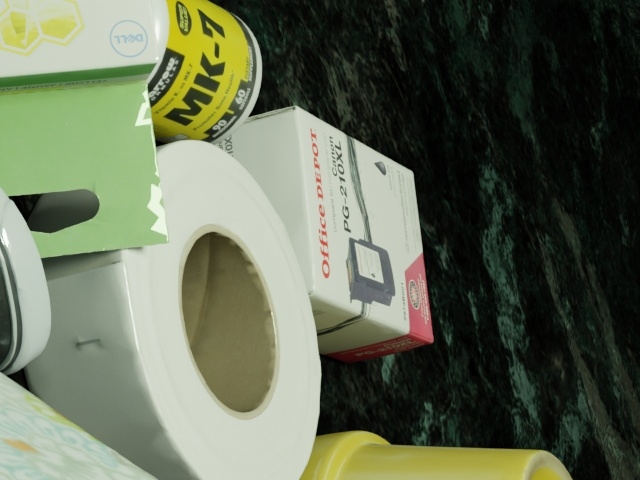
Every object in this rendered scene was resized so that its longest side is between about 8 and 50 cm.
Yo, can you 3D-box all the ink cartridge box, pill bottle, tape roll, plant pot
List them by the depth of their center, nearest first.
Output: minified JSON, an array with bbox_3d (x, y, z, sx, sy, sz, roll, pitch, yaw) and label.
[{"bbox_3d":[-0.195,-0.109,1.329,0.056,0.171,0.235,138,-56,-70],"label":"ink cartridge box"},{"bbox_3d":[-0.109,0.070,1.479,0.286,0.100,0.286,38,45,-53],"label":"tape roll"},{"bbox_3d":[-0.143,-0.146,1.494,0.208,0.119,0.119,17,62,-60],"label":"pill bottle"},{"bbox_3d":[0.090,0.273,1.621,0.254,0.239,0.254,41,42,-51],"label":"plant pot"},{"bbox_3d":[0.000,0.000,1.731,0.237,0.100,0.172,24,56,-59],"label":"ink cartridge box"}]

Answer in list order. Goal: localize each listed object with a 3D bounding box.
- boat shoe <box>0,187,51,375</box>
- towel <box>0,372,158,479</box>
[{"bbox_3d":[-0.274,-0.039,1.185,0.105,0.113,0.306,-45,116,-53],"label":"boat shoe"},{"bbox_3d":[-0.250,0.113,0.956,0.374,0.320,0.090,5,114,-61],"label":"towel"}]
